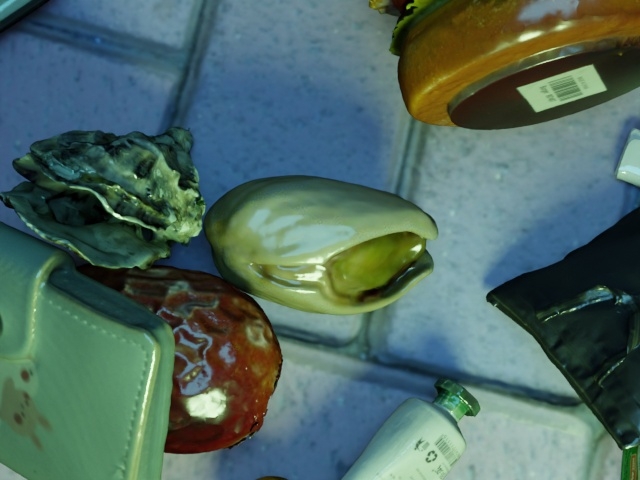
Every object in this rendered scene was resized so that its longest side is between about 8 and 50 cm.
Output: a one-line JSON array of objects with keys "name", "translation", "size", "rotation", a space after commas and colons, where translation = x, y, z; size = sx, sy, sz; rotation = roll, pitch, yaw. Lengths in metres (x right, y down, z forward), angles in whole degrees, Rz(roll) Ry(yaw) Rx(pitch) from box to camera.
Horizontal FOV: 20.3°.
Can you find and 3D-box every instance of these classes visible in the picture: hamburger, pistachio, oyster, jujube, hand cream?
[{"name": "hamburger", "translation": [0.203, -0.264, 1.772], "size": [0.330, 0.330, 0.250], "rotation": [-12, 77, -6]}, {"name": "pistachio", "translation": [0.000, 0.000, 1.794], "size": [0.238, 0.137, 0.153], "rotation": [8, 42, -3]}, {"name": "oyster", "translation": [-0.191, -0.049, 1.717], "size": [0.158, 0.351, 0.162], "rotation": [-41, 90, 19]}, {"name": "jujube", "translation": [-0.159, 0.113, 1.733], "size": [0.243, 0.183, 0.183], "rotation": [15, 77, 2]}, {"name": "hand cream", "translation": [0.036, 0.276, 1.753], "size": [0.076, 0.121, 0.336], "rotation": [28, 71, 41]}]

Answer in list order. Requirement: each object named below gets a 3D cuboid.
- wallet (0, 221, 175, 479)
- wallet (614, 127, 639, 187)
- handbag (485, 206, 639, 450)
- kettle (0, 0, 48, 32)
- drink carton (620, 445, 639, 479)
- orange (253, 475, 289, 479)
[{"name": "wallet", "translation": [-0.282, 0.107, 1.651], "size": [0.360, 0.252, 0.083], "rotation": [26, 33, 29]}, {"name": "wallet", "translation": [0.377, -0.071, 1.888], "size": [0.122, 0.025, 0.061], "rotation": [22, 70, 2]}, {"name": "handbag", "translation": [0.315, 0.079, 1.784], "size": [0.211, 0.088, 0.254], "rotation": [-30, 49, -9]}, {"name": "kettle", "translation": [-0.407, -0.377, 1.828], "size": [0.376, 0.250, 0.361], "rotation": [-48, 112, -9]}, {"name": "drink carton", "translation": [0.383, 0.259, 1.758], "size": [0.142, 0.144, 0.146], "rotation": [10, 77, -7]}, {"name": "orange", "translation": [-0.048, 0.273, 1.755], "size": [0.084, 0.083, 0.083], "rotation": [1, 77, -3]}]
